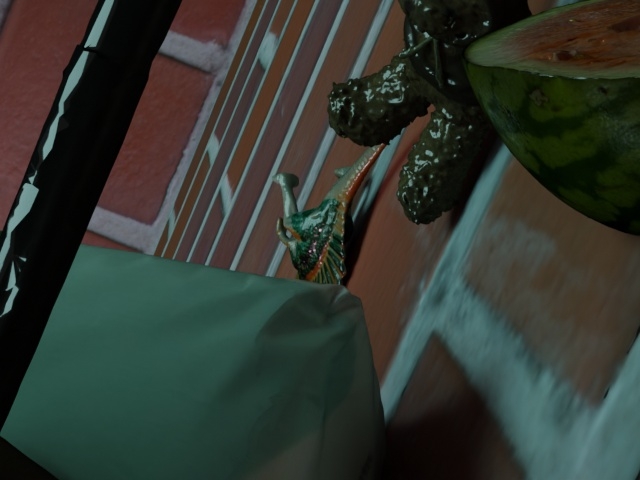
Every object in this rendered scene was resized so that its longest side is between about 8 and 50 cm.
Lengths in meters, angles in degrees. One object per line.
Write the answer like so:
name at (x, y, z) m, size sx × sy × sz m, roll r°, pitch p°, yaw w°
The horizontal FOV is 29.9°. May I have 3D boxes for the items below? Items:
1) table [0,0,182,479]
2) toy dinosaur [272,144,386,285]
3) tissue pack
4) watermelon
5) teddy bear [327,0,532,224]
table at (-0.041, 0.008, 0.230) m, size 0.249 × 0.317 × 0.317 m, roll -60°, pitch 13°, yaw 12°
toy dinosaur at (0.004, 0.000, 0.776) m, size 0.187 × 0.044 × 0.106 m, roll -23°, pitch 59°, yaw 57°
tissue pack at (-0.139, 0.177, 0.459) m, size 0.194 × 0.266 × 0.356 m, roll 73°, pitch -151°, yaw -60°
watermelon at (0.097, -0.038, 0.397) m, size 0.163 × 0.087 × 0.069 m, roll -98°, pitch -6°, yaw -72°
teddy bear at (0.065, -0.087, 0.552) m, size 0.119 × 0.078 × 0.160 m, roll 55°, pitch 154°, yaw 24°
